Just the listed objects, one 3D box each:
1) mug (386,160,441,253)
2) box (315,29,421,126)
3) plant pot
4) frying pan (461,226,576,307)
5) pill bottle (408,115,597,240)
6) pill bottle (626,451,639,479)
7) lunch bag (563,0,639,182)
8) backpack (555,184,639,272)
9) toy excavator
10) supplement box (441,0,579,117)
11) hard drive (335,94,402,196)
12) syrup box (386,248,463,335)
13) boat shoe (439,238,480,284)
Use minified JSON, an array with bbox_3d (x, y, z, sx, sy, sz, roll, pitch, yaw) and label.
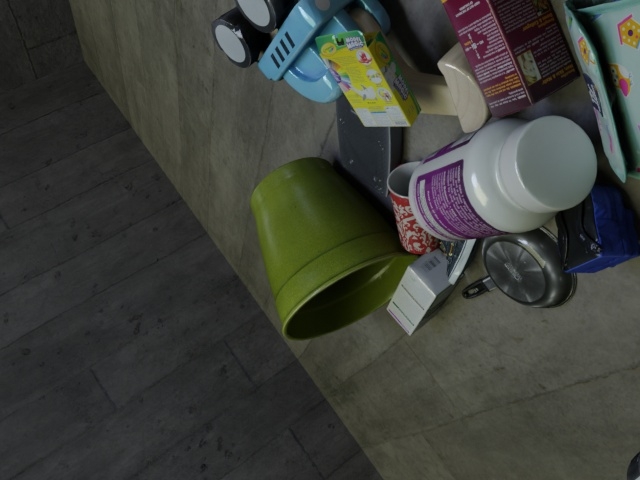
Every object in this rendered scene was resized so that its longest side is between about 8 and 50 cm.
[{"bbox_3d":[0.208,-0.074,1.185,0.113,0.150,0.169,2,135,19],"label":"mug"},{"bbox_3d":[0.074,-0.257,0.894,0.105,0.043,0.179,11,152,45],"label":"box"},{"bbox_3d":[0.000,0.000,1.404,0.353,0.366,0.367,60,160,24],"label":"plant pot"},{"bbox_3d":[0.343,0.048,1.111,0.326,0.053,0.197,-4,115,61],"label":"frying pan"},{"bbox_3d":[0.268,-0.090,0.878,0.169,0.169,0.301,60,166,-4],"label":"pill bottle"},{"bbox_3d":[0.586,0.346,0.884,0.130,0.130,0.246,43,153,32],"label":"pill bottle"},{"bbox_3d":[0.380,-0.180,0.611,0.224,0.160,0.262,62,168,-19],"label":"lunch bag"},{"bbox_3d":[0.402,-0.019,0.838,0.098,0.101,0.120,133,136,-63],"label":"backpack"},{"bbox_3d":[0.070,-0.344,1.015,0.445,0.222,0.433,47,158,-10],"label":"toy excavator"},{"bbox_3d":[0.260,-0.280,0.784,0.188,0.104,0.080,62,157,-10],"label":"supplement box"},{"bbox_3d":[0.104,-0.233,1.217,0.172,0.054,0.255,40,151,36],"label":"hard drive"},{"bbox_3d":[0.239,0.124,1.343,0.096,0.093,0.237,49,156,19],"label":"syrup box"},{"bbox_3d":[0.272,0.008,1.160,0.083,0.065,0.183,33,141,21],"label":"boat shoe"}]
